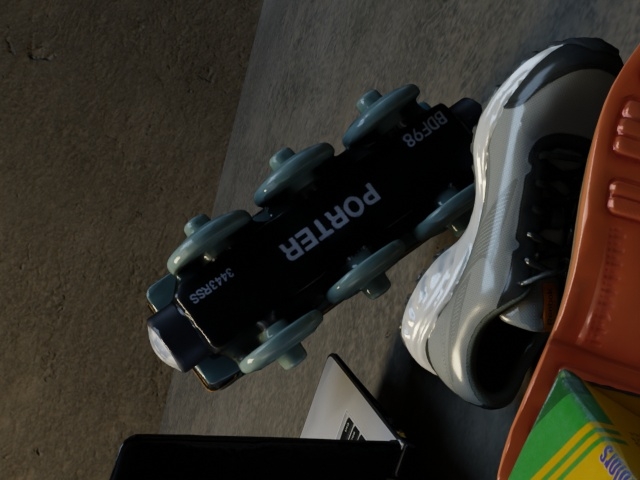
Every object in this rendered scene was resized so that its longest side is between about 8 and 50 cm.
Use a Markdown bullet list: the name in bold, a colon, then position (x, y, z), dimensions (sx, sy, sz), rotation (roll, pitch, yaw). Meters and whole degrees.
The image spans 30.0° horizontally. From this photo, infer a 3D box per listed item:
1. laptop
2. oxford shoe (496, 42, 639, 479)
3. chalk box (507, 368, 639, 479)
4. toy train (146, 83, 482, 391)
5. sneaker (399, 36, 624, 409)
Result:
- **laptop**: position (-0.105, 0.287, 0.920), dimensions (0.408, 0.236, 0.381), rotation (-139, 68, -75)
- **oxford shoe**: position (0.182, 0.008, 0.598), dimensions (0.363, 0.130, 0.133), rotation (-62, -14, -7)
- **chalk box**: position (0.134, 0.228, 0.433), dimensions (0.179, 0.180, 0.289), rotation (-113, 41, -68)
- **toy train**: position (0.000, 0.000, 0.992), dimensions (0.334, 0.142, 0.190), rotation (-37, -5, -14)
- **sneaker**: position (0.148, -0.006, 0.816), dimensions (0.108, 0.100, 0.271), rotation (52, 129, 55)
